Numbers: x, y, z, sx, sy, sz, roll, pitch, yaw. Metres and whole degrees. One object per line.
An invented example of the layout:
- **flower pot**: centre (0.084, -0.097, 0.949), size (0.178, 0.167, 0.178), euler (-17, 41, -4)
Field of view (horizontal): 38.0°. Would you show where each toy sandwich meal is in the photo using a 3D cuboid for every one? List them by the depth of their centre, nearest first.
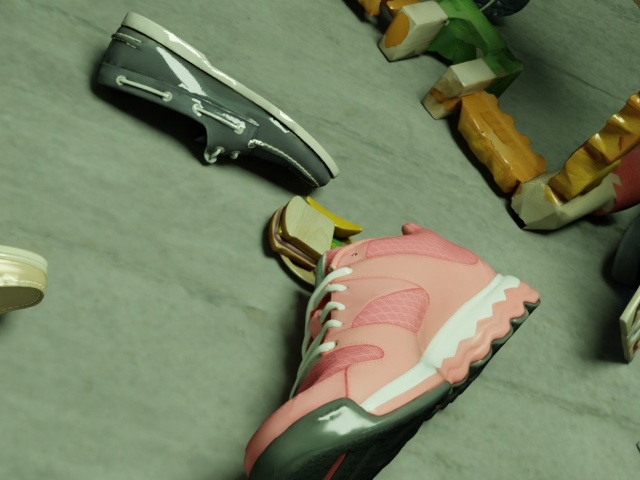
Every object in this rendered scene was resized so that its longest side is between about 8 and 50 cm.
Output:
- **toy sandwich meal**: centre (0.000, 0.000, 0.713), size (0.085, 0.029, 0.085), euler (20, 45, -21)

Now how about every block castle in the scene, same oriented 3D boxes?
- **block castle**: centre (0.217, -0.265, 0.905), size (0.213, 0.303, 0.453), euler (-22, 69, -39)

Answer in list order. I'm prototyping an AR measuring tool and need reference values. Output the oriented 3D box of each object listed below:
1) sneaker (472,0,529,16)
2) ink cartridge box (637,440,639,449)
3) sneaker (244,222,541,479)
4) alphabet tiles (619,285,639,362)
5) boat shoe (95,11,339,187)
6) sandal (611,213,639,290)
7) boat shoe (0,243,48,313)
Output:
- **sneaker**: centre (0.159, -0.389, 1.116), size (0.283, 0.110, 0.122), euler (47, 35, 5)
- **ink cartridge box**: centre (0.351, 0.172, 0.714), size (0.072, 0.175, 0.127), euler (-1, 55, -34)
- **sneaker**: centre (0.028, 0.071, 0.631), size (0.136, 0.116, 0.314), euler (42, 33, 15)
- **alphabet tiles**: centre (0.327, -0.008, 0.812), size (0.009, 0.198, 0.237), euler (30, 80, 28)
- **boat shoe**: centre (-0.080, -0.093, 0.730), size (0.206, 0.075, 0.065), euler (35, 84, -14)
- **sandal**: centre (0.377, -0.018, 0.958), size (0.054, 0.097, 0.254), euler (25, 43, 30)
- **boat shoe**: centre (-0.226, 0.042, 0.491), size (0.170, 0.063, 0.059), euler (-7, 62, -29)
